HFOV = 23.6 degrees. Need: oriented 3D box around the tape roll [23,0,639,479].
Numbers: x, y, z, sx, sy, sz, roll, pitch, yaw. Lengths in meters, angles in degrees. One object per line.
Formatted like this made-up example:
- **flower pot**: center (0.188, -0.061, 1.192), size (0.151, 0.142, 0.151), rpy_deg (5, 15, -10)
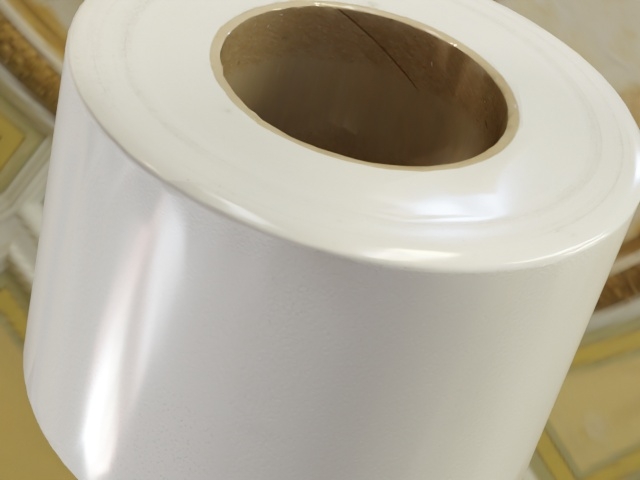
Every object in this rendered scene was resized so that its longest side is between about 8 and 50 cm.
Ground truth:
- **tape roll**: center (0.000, 0.000, 0.671), size (0.246, 0.246, 0.169), rpy_deg (13, -54, -4)
